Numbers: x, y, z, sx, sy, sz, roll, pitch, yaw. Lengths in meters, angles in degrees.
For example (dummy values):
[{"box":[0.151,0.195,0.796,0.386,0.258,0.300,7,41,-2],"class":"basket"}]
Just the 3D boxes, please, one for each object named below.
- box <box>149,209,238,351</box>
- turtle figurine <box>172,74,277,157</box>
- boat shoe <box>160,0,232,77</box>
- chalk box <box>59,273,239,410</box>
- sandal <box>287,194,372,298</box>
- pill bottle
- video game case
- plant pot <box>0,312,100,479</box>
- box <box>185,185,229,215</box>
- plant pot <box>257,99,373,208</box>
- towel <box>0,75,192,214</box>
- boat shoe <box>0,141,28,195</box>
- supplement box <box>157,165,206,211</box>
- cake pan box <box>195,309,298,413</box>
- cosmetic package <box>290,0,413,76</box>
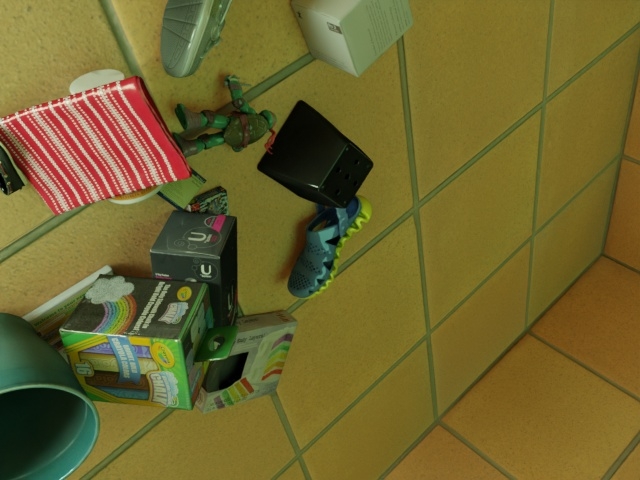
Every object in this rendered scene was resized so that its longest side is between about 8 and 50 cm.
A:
[{"box":[-0.257,0.094,1.367,0.165,0.144,0.270,-81,175,-56],"class":"box"},{"box":[-0.174,-0.238,1.298,0.234,0.118,0.175,-19,130,-31],"class":"turtle figurine"},{"box":[-0.187,-0.432,1.134,0.103,0.118,0.320,12,101,-46],"class":"boat shoe"},{"box":[-0.303,0.193,1.230,0.180,0.289,0.179,-75,169,-56],"class":"chalk box"},{"box":[0.000,0.000,1.664,0.138,0.126,0.317,35,81,-49],"class":"sandal"},{"box":[-0.354,-0.179,1.129,0.121,0.121,0.216,-34,138,-27],"class":"pill bottle"},{"box":[-0.488,0.175,1.327,0.212,0.023,0.193,-35,139,-24],"class":"video game case"},{"box":[-0.554,0.270,1.117,0.272,0.255,0.271,-20,132,-25],"class":"plant pot"},{"box":[-0.245,-0.043,1.428,0.094,0.027,0.136,-28,135,-30],"class":"box"},{"box":[0.006,-0.176,1.490,0.187,0.167,0.188,-57,144,2],"class":"plant pot"},{"box":[-0.369,-0.146,1.058,0.275,0.031,0.198,-14,129,11],"class":"towel"},{"box":[-0.521,-0.128,1.044,0.042,0.049,0.133,-45,147,-27],"class":"boat shoe"},{"box":[-0.291,-0.118,1.297,0.083,0.056,0.083,-52,143,-4],"class":"supplement box"},{"box":[-0.203,0.316,1.711,0.267,0.070,0.245,-3,116,-46],"class":"cake pan box"},{"box":[0.068,-0.472,1.349,0.183,0.151,0.151,-45,142,-12],"class":"cosmetic package"}]
